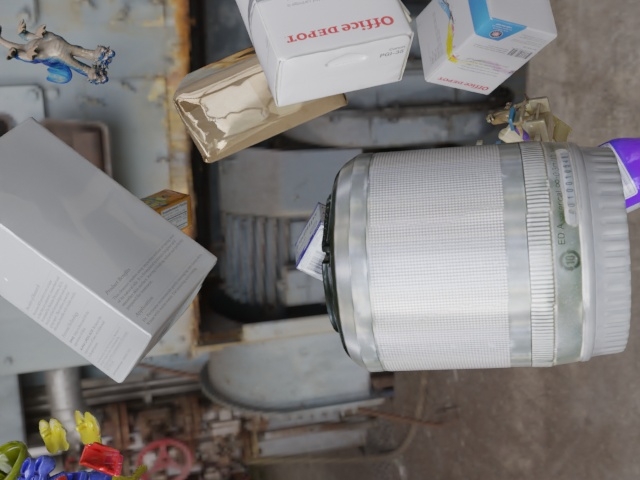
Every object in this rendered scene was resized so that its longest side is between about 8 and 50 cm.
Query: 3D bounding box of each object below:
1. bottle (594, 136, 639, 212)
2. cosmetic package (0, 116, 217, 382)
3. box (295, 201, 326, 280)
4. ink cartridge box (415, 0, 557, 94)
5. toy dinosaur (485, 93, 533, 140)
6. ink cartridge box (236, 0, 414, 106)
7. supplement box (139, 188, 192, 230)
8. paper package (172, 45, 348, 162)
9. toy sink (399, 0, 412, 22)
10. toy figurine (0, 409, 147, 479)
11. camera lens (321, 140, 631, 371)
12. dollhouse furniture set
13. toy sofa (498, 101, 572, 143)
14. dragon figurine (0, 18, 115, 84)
[{"bbox_3d":[0.480,-0.104,1.438,0.118,0.283,0.092,67,-170,21],"label":"bottle"},{"bbox_3d":[-0.385,0.011,1.395,0.156,0.385,0.217,-53,0,42],"label":"cosmetic package"},{"bbox_3d":[0.000,0.000,2.036,0.126,0.072,0.137,-61,13,19],"label":"box"},{"bbox_3d":[0.391,-0.514,2.152,0.270,0.198,0.197,-40,50,53],"label":"ink cartridge box"},{"bbox_3d":[0.419,-0.271,1.939,0.093,0.183,0.053,-29,68,32],"label":"toy dinosaur"},{"bbox_3d":[-0.011,-0.357,1.334,0.117,0.207,0.283,100,153,-61],"label":"ink cartridge box"},{"bbox_3d":[-0.355,-0.033,1.770,0.078,0.233,0.080,14,114,27],"label":"supplement box"},{"bbox_3d":[-0.129,-0.326,1.914,0.309,0.325,0.168,-104,-10,-72],"label":"paper package"},{"bbox_3d":[0.112,-0.526,2.017,0.131,0.234,0.153,45,-170,-30],"label":"toy sink"},{"bbox_3d":[-0.278,0.345,1.079,0.362,0.217,0.191,-23,46,47],"label":"toy figurine"},{"bbox_3d":[0.148,0.016,0.880,0.219,0.274,0.219,-3,-90,-79],"label":"camera lens"},{"bbox_3d":[0.402,-0.180,1.820,0.129,0.129,0.183,63,-146,-39],"label":"dollhouse furniture set"},{"bbox_3d":[0.532,-0.153,2.012,0.177,0.150,0.362,-53,28,20],"label":"toy sofa"},{"bbox_3d":[-0.521,-0.359,1.736,0.289,0.144,0.085,11,81,41],"label":"dragon figurine"}]
